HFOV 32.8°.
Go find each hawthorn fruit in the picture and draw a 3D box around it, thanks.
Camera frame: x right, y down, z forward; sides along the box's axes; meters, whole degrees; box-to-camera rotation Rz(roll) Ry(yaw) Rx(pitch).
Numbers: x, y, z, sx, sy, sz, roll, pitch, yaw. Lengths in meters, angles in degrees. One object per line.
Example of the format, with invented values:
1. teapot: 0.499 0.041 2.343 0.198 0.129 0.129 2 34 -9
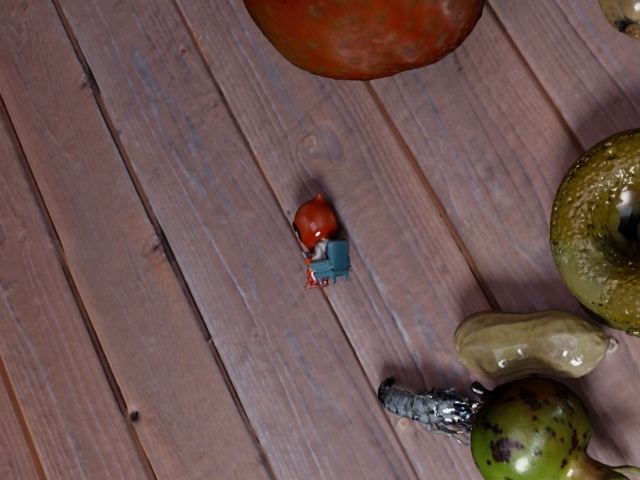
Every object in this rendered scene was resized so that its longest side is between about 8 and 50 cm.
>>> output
1. hawthorn fruit: 0.038 -0.411 1.454 0.403 0.403 0.402 -3 84 34

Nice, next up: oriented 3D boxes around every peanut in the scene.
1. peanut: 0.270 0.135 1.417 0.214 0.099 0.090 -6 98 33

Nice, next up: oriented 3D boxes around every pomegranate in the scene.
1. pomegranate: 0.283 0.252 1.335 0.220 0.156 0.156 19 97 42

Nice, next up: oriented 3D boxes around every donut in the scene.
1. donut: 0.399 -0.017 1.341 0.272 0.107 0.271 -4 82 32

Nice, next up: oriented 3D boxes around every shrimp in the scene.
1. shrimp: 0.146 0.239 1.510 0.174 0.076 0.082 11 114 35

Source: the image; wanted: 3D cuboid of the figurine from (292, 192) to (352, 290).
1. figurine: 0.000 0.000 1.630 0.075 0.068 0.140 -18 78 34

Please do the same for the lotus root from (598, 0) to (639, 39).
1. lotus root: 0.404 -0.362 1.363 0.125 0.118 0.220 -1 88 17
